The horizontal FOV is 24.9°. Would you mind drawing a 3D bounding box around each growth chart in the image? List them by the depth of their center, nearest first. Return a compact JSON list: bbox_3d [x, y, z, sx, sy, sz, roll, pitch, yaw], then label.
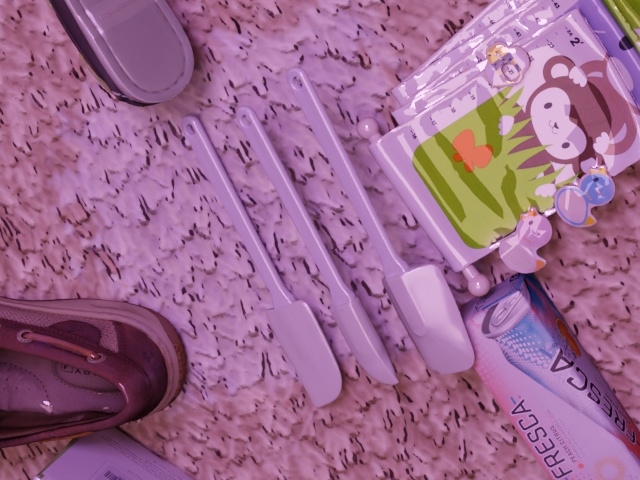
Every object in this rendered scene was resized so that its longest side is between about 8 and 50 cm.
[{"bbox_3d":[0.142,-0.089,0.980,0.172,0.021,0.237,47,108,6],"label":"growth chart"}]

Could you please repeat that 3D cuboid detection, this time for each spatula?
[{"bbox_3d":[0.000,0.000,1.032,0.168,0.019,0.242,-19,100,47],"label":"spatula"}]

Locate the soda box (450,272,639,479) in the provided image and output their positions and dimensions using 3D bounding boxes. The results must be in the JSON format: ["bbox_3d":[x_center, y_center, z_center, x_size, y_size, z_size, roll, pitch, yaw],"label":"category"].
[{"bbox_3d":[0.169,0.114,1.027,0.063,0.058,0.183,-33,97,21],"label":"soda box"}]

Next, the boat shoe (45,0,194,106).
[{"bbox_3d":[-0.166,-0.197,1.009,0.081,0.069,0.227,-28,99,-20],"label":"boat shoe"}]

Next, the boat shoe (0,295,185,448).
[{"bbox_3d":[-0.281,0.106,1.105,0.342,0.123,0.123,2,107,14],"label":"boat shoe"}]

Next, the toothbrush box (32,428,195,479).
[{"bbox_3d":[-0.177,0.318,1.145,0.206,0.122,0.283,34,113,3],"label":"toothbrush box"}]
